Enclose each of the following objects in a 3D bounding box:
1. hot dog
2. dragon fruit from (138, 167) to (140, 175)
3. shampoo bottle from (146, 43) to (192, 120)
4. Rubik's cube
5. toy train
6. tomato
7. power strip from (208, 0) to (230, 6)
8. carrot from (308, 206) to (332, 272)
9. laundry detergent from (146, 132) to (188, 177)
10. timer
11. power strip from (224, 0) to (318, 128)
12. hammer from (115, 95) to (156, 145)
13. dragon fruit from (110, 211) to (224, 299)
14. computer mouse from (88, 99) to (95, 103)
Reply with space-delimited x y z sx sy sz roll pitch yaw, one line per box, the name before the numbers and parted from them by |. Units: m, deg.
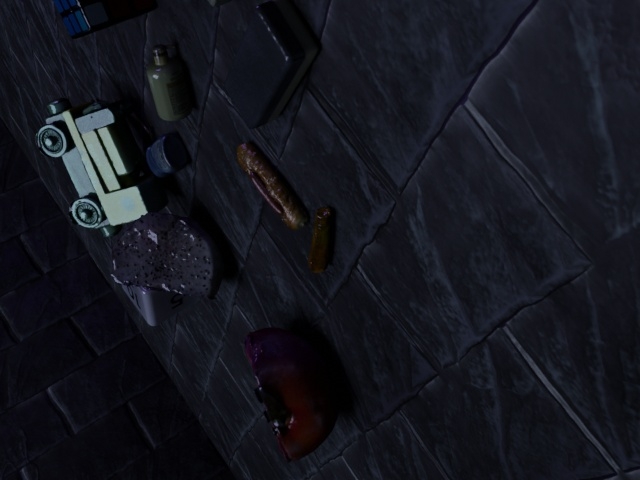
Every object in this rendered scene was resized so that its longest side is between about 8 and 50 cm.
hot dog | -0.101 -0.108 1.423 0.216 0.047 0.066 52 151 15
dragon fruit | -0.605 -0.236 2.148 0.125 0.125 0.246 -68 30 25
shampoo bottle | -0.329 -0.343 1.551 0.079 0.079 0.162 36 146 41
Rubik's cube | -0.467 -0.528 1.509 0.160 0.163 0.162 14 128 57
toy train | -0.584 -0.207 1.945 0.253 0.160 0.397 -12 109 21
tomato | -0.061 0.329 1.685 0.290 0.176 0.335 -125 15 -65
power strip | -0.221 -0.505 1.208 0.272 0.052 0.078 55 154 10
carrot | 0.000 0.000 1.358 0.042 0.042 0.171 45 151 28
laundry detergent | -0.401 -0.214 1.844 0.206 0.061 0.097 -3 114 63
timer | -0.488 0.108 2.194 0.192 0.194 0.195 47 151 25
power strip | -0.088 -0.282 1.187 0.105 0.070 0.256 60 153 5
hammer | -0.504 -0.337 1.958 0.199 0.013 0.062 45 151 27
dragon fruit | -0.385 0.036 1.925 0.221 0.282 0.204 23 -103 -83
computer mouse | -0.689 -0.344 2.232 0.113 0.068 0.229 63 147 26
